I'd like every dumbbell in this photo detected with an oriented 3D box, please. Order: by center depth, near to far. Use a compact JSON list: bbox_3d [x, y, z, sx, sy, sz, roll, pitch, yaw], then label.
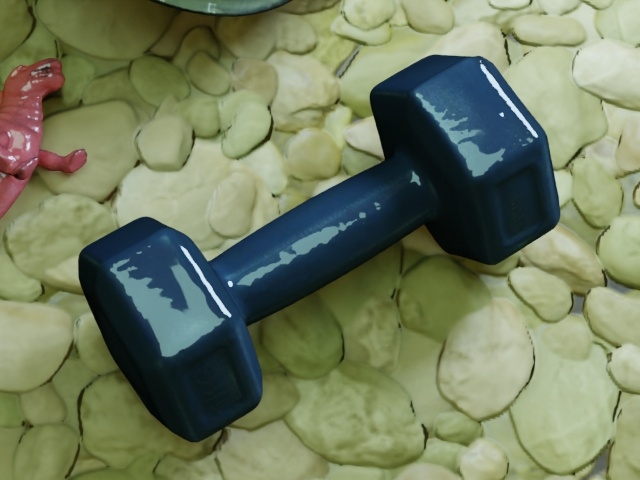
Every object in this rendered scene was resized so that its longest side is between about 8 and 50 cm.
[{"bbox_3d":[0.000,0.000,1.281,0.325,0.160,0.144,-29,103,-14],"label":"dumbbell"}]

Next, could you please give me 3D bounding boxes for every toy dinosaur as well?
[{"bbox_3d":[-0.285,-0.027,1.323,0.139,0.070,0.286,31,74,18],"label":"toy dinosaur"}]

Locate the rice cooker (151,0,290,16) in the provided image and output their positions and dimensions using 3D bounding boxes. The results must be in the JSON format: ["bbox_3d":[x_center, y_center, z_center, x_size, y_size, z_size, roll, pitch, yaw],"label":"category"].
[{"bbox_3d":[-0.072,-0.310,1.315,0.316,0.317,0.264,3,53,-2],"label":"rice cooker"}]
